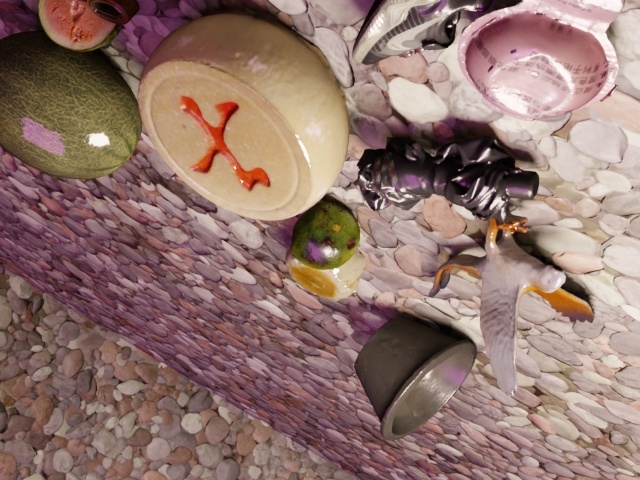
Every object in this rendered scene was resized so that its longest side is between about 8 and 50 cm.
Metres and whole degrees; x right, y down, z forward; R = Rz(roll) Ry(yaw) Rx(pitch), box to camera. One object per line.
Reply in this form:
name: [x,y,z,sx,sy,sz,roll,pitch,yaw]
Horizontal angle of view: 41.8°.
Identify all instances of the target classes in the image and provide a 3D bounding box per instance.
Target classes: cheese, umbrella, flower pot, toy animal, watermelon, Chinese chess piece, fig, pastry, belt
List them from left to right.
watermelon: [-0.409,-0.367,1.441,0.163,0.087,0.069,27,-169,14]
belt: [-0.335,-0.378,1.344,0.083,0.036,0.059,21,152,19]
Chinese chess piece: [-0.116,-0.186,1.291,0.338,0.140,0.338,24,144,18]
fig: [0.000,0.000,1.563,0.123,0.123,0.156,36,157,-10]
pastry: [0.009,0.050,1.684,0.165,0.088,0.166,23,153,12]
flower pot: [0.181,0.266,1.753,0.166,0.269,0.269,45,163,29]
umbrella: [0.181,-0.094,1.223,0.272,0.122,0.110,8,-170,33]
toy animal: [0.292,0.047,1.383,0.284,0.225,0.302,37,150,39]
cheese: [0.252,-0.219,0.930,0.188,0.074,0.286,16,153,1]

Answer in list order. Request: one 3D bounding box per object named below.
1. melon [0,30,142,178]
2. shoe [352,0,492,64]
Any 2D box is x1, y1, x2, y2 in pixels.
melon: [-0.468,-0.237,1.509,0.301,0.237,0.237,33,155,-4]
shoe: [0.118,-0.264,0.998,0.112,0.099,0.227,27,154,-8]
